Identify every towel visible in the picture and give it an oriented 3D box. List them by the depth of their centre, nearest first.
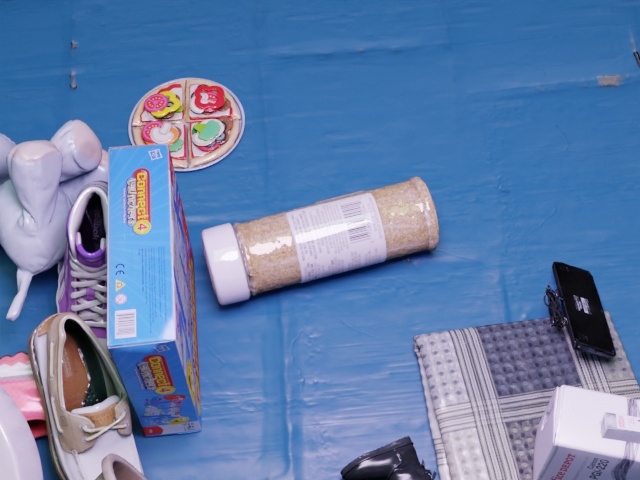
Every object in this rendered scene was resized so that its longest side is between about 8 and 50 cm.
[{"bbox_3d":[0.312,0.261,1.540,0.312,0.056,0.324,-7,56,-6],"label":"towel"}]

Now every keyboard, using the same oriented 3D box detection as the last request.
[{"bbox_3d":[0.375,0.105,1.607,0.100,0.038,0.192,19,35,-13],"label":"keyboard"}]

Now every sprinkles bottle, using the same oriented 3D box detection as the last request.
[{"bbox_3d":[0.000,0.000,1.659,0.355,0.121,0.121,-14,59,-7],"label":"sprinkles bottle"}]

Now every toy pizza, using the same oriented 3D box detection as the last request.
[{"bbox_3d":[-0.230,-0.206,1.844,0.201,0.032,0.201,-1,59,1],"label":"toy pizza"}]

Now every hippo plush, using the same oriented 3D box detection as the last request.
[{"bbox_3d":[-0.464,-0.057,1.695,0.236,0.234,0.294,15,101,30],"label":"hippo plush"}]

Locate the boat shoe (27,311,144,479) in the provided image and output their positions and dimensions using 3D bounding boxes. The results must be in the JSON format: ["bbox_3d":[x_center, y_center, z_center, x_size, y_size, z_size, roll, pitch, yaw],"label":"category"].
[{"bbox_3d":[-0.317,0.244,1.473,0.113,0.103,0.302,-22,85,-33],"label":"boat shoe"}]

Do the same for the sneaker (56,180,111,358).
[{"bbox_3d":[-0.338,0.055,1.555,0.102,0.161,0.282,1,94,-6],"label":"sneaker"}]

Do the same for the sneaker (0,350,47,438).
[{"bbox_3d":[-0.489,0.239,1.532,0.313,0.116,0.136,-6,60,-2],"label":"sneaker"}]

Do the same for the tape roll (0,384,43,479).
[{"bbox_3d":[-0.552,0.328,1.398,0.392,0.072,0.392,0,89,11],"label":"tape roll"}]

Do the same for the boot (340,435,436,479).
[{"bbox_3d":[0.101,0.337,1.497,0.121,0.045,0.099,-22,64,-12],"label":"boot"}]

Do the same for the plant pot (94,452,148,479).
[{"bbox_3d":[-0.275,0.481,1.283,0.305,0.334,0.334,-37,64,-7],"label":"plant pot"}]

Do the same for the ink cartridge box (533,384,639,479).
[{"bbox_3d":[0.399,0.276,1.404,0.218,0.158,0.092,12,58,7],"label":"ink cartridge box"}]

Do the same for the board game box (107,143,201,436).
[{"bbox_3d":[-0.231,0.076,1.514,0.086,0.302,0.308,-5,59,-2],"label":"board game box"}]
